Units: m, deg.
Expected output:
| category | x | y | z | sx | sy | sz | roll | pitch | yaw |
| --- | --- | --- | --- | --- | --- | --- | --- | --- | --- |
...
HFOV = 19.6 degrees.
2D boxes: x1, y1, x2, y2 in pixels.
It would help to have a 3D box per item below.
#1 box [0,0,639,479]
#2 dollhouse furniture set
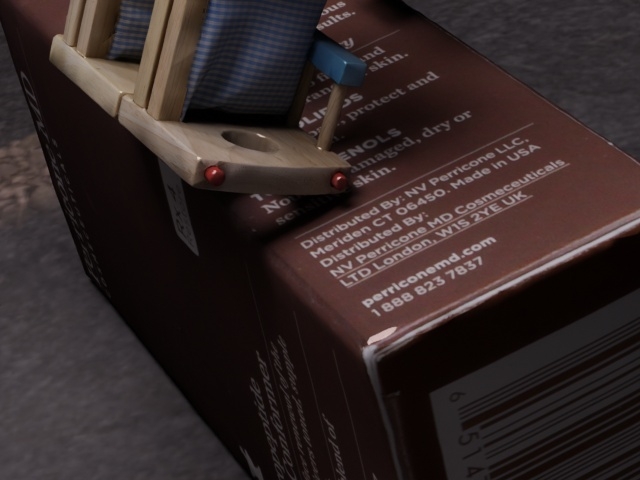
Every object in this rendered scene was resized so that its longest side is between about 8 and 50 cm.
| category | x | y | z | sx | sy | sz | roll | pitch | yaw |
| --- | --- | --- | --- | --- | --- | --- | --- | --- | --- |
| box | 0.000 | 0.000 | 0.799 | 0.143 | 0.191 | 0.381 | -25 | 36 | -16 |
| dollhouse furniture set | 0.019 | -0.098 | 0.693 | 0.183 | 0.129 | 0.129 | 1 | 25 | -34 |
